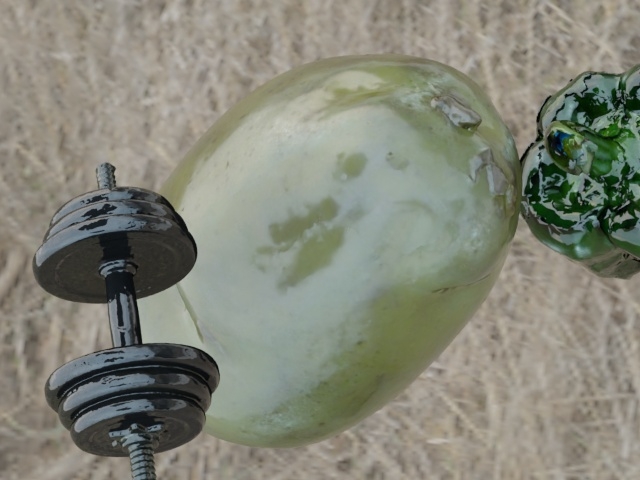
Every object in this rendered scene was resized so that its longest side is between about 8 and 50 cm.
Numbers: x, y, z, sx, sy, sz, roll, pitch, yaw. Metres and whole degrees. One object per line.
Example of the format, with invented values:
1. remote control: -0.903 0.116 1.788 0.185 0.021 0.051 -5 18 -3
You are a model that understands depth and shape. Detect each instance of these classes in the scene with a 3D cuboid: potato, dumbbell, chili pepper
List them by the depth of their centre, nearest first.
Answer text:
1. dumbbell: -0.112 0.048 0.912 0.099 0.099 0.208 -26 60 28
2. potato: 0.000 0.000 1.152 0.326 0.221 0.243 -48 31 21
3. chili pepper: 0.241 -0.058 1.235 0.174 0.261 0.165 17 77 37
